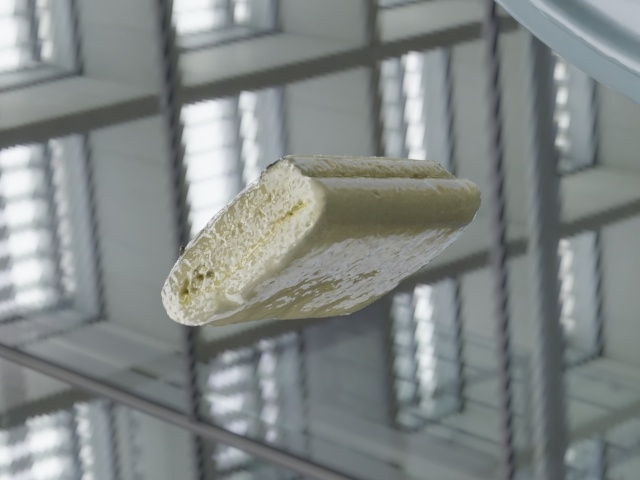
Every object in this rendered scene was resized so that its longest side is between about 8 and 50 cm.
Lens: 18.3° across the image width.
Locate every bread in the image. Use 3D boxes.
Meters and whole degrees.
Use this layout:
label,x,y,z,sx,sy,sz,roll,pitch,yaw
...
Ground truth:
label,x,y,z,sx,sy,sz,roll,pitch,yaw
bread,0.000,-0.001,1.201,0.178,0.139,0.060,-1,-123,-57

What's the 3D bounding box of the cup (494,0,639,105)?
label,x,y,z,sx,sy,sz,roll,pitch,yaw
cup,0.156,-0.132,0.450,0.274,0.259,0.356,-44,-41,-34
